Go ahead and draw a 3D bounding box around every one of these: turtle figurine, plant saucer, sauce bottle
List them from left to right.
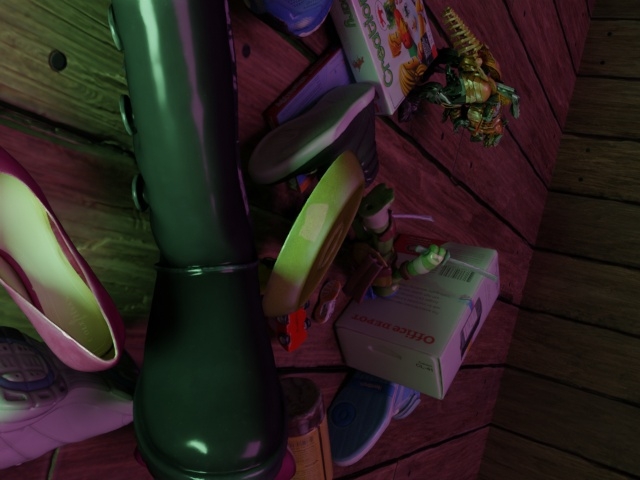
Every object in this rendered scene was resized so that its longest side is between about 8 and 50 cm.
[{"bbox_3d":[-0.033,0.398,1.053,0.111,0.111,0.345,-38,133,-46],"label":"sauce bottle"},{"bbox_3d":[0.000,0.000,0.780,0.241,0.037,0.241,-59,171,-15],"label":"plant saucer"},{"bbox_3d":[0.140,-0.027,1.098,0.266,0.274,0.198,58,18,-45],"label":"turtle figurine"}]

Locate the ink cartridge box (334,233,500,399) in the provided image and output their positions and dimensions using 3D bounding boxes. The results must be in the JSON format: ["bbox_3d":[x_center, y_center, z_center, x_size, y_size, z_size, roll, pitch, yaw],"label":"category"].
[{"bbox_3d":[0.203,0.137,1.227,0.306,0.226,0.131,-50,139,-36],"label":"ink cartridge box"}]

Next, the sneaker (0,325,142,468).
[{"bbox_3d":[-0.271,0.157,0.597,0.129,0.111,0.297,-45,157,5],"label":"sneaker"}]

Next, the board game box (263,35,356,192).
[{"bbox_3d":[0.015,-0.219,0.972,0.281,0.027,0.145,-53,141,-34],"label":"board game box"}]

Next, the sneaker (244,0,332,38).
[{"bbox_3d":[0.004,-0.399,0.730,0.129,0.147,0.330,25,76,-14],"label":"sneaker"}]

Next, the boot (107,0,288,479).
[{"bbox_3d":[-0.116,-0.054,0.564,0.146,0.367,0.446,-4,115,-14],"label":"boot"}]

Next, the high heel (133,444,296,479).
[{"bbox_3d":[-0.141,0.297,0.839,0.181,0.127,0.377,-37,142,-26],"label":"high heel"}]

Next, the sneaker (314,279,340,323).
[{"bbox_3d":[0.013,0.111,1.102,0.083,0.031,0.037,-64,161,-11],"label":"sneaker"}]

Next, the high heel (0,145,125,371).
[{"bbox_3d":[-0.242,0.002,0.494,0.082,0.117,0.244,-31,106,-32],"label":"high heel"}]

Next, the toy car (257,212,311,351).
[{"bbox_3d":[-0.045,0.033,0.932,0.225,0.053,0.239,-59,146,-16],"label":"toy car"}]

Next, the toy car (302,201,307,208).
[{"bbox_3d":[0.016,-0.077,1.007,0.122,0.060,0.040,-63,179,-10],"label":"toy car"}]

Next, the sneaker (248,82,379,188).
[{"bbox_3d":[0.010,-0.111,0.874,0.296,0.104,0.147,-47,133,-46],"label":"sneaker"}]

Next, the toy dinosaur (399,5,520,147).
[{"bbox_3d":[0.279,-0.313,1.182,0.164,0.218,0.322,-47,139,-39],"label":"toy dinosaur"}]

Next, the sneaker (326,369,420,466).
[{"bbox_3d":[0.127,0.359,1.287,0.319,0.127,0.208,-56,142,-30],"label":"sneaker"}]

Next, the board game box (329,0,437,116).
[{"bbox_3d":[0.090,-0.380,0.965,0.193,0.053,0.305,-54,134,-32],"label":"board game box"}]
